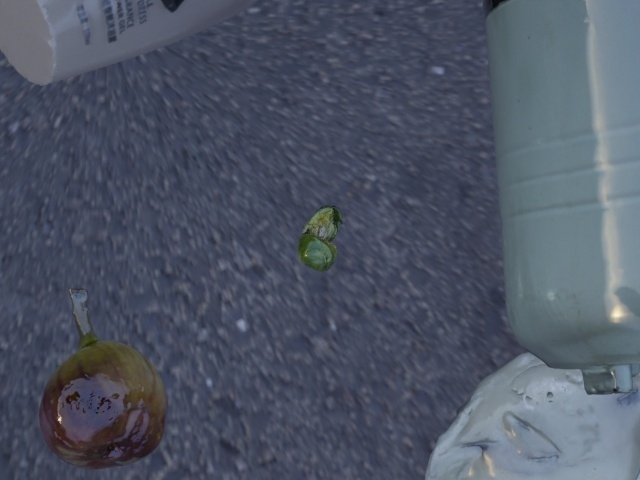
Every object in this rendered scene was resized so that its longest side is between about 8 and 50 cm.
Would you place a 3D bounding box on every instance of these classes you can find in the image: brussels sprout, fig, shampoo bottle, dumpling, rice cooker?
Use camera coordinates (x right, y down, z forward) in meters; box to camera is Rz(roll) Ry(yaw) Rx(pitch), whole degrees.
[{"bbox_3d":[-0.001,0.000,1.852,0.051,0.083,0.046,-15,126,24],"label":"brussels sprout"},{"bbox_3d":[-0.252,0.158,1.917,0.160,0.143,0.230,38,51,-44],"label":"fig"},{"bbox_3d":[-0.084,-0.184,0.984,0.257,0.078,0.127,-37,133,-32],"label":"shampoo bottle"},{"bbox_3d":[0.278,0.240,1.856,0.318,0.187,0.243,-16,136,4],"label":"dumpling"},{"bbox_3d":[0.180,-0.056,0.694,0.226,0.226,0.244,-6,87,-7],"label":"rice cooker"}]
